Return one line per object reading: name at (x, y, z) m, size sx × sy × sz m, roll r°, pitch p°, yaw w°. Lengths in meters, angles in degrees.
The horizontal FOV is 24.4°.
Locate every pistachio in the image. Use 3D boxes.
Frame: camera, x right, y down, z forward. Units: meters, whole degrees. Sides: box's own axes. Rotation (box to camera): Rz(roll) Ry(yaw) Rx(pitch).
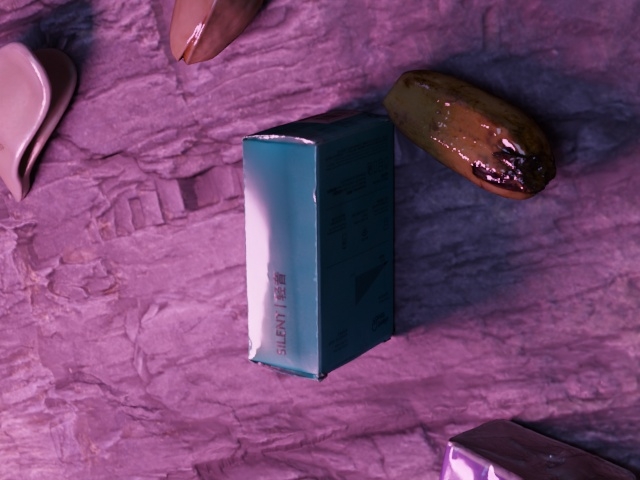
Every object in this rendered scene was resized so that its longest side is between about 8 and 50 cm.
pistachio at (-0.141, -0.311, 1.966) m, size 0.108 × 0.126 × 0.185 m, roll 25°, pitch 126°, yaw -11°

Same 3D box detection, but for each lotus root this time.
lotus root at (0.188, -0.135, 1.824) m, size 0.258 × 0.097 × 0.110 m, roll 36°, pitch 112°, yaw 28°

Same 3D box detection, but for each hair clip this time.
hair clip at (-0.461, -0.191, 2.200) m, size 0.282 × 0.113 × 0.172 m, roll -43°, pitch 79°, yaw 33°

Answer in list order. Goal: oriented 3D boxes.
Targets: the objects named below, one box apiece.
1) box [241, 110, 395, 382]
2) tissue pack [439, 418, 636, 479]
box at (0.000, 0.000, 1.911) m, size 0.118 × 0.205 × 0.311 m, roll 8°, pitch 108°, yaw 32°
tissue pack at (0.260, 0.423, 1.887) m, size 0.242 × 0.160 × 0.338 m, roll 25°, pitch 114°, yaw 34°
